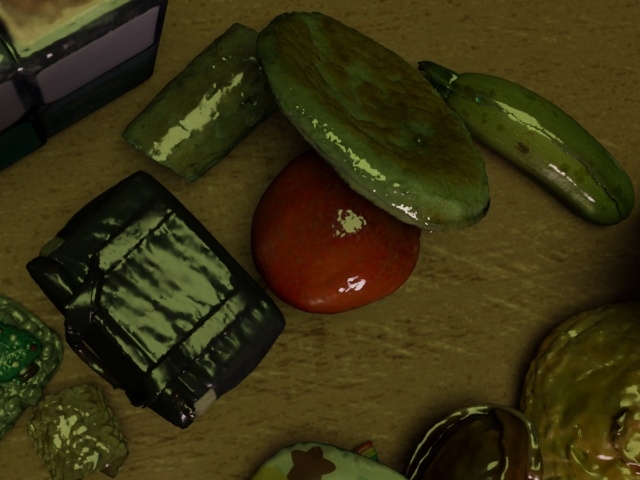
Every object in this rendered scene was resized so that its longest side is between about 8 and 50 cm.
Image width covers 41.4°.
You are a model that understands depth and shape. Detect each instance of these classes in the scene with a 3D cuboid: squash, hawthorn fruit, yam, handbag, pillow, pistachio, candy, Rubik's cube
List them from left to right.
[{"bbox_3d":[-0.362,-0.249,0.824,0.313,0.318,0.316,-34,95,-14],"label":"Rubik's cube"},{"bbox_3d":[-0.267,0.220,0.936,0.095,0.085,0.110,-20,79,-22],"label":"candy"},{"bbox_3d":[-0.183,0.070,0.912,0.181,0.181,0.254,-43,95,-19],"label":"handbag"},{"bbox_3d":[-0.128,-0.151,0.976,0.194,0.107,0.107,-45,96,-11],"label":"yam"},{"bbox_3d":[0.000,0.000,0.969,0.225,0.196,0.196,-37,95,18],"label":"hawthorn fruit"},{"bbox_3d":[0.014,0.340,0.964,0.233,0.086,0.214,25,98,5],"label":"pillow"},{"bbox_3d":[0.178,0.291,1.001,0.165,0.130,0.210,38,97,-2],"label":"pistachio"},{"bbox_3d":[0.268,-0.134,1.070,0.341,0.094,0.094,35,80,-7],"label":"squash"}]

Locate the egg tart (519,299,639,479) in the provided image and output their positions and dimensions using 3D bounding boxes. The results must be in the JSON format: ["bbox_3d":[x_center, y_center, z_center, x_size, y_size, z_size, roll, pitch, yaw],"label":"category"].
[{"bbox_3d":[0.412,0.245,1.046,0.340,0.153,0.351,-25,91,-10],"label":"egg tart"}]

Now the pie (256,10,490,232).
[{"bbox_3d":[0.054,-0.139,0.931,0.323,0.323,0.070,36,120,-8],"label":"pie"}]

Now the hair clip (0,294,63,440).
[{"bbox_3d":[-0.415,0.204,0.892,0.138,0.091,0.321,39,78,-4],"label":"hair clip"}]

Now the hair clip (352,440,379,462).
[{"bbox_3d":[0.064,0.341,1.020,0.060,0.033,0.188,-16,89,-12],"label":"hair clip"}]
